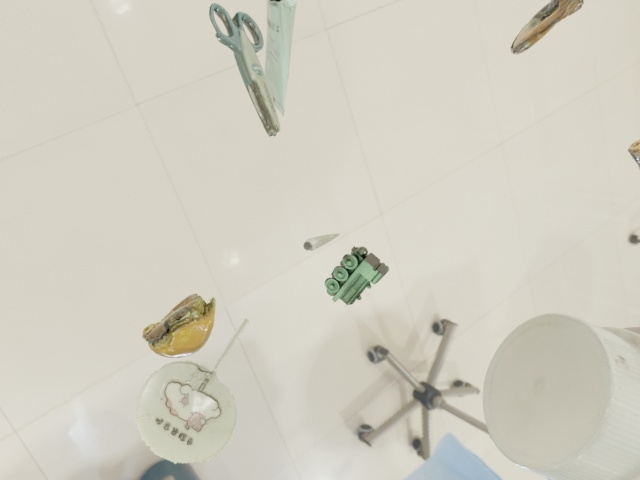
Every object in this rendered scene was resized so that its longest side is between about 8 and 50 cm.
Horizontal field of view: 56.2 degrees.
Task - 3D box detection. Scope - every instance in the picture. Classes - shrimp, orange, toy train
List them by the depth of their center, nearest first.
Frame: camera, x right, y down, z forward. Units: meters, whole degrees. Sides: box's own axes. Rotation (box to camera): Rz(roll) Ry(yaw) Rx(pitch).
[{"bbox_3d":[-0.292,0.189,1.284,0.169,0.160,0.112,-23,98,-13],"label":"orange"},{"bbox_3d":[0.084,0.094,1.504,0.170,0.111,0.071,-54,170,32],"label":"toy train"},{"bbox_3d":[0.599,-0.582,1.507,0.054,0.222,0.290,45,74,-6],"label":"shrimp"}]

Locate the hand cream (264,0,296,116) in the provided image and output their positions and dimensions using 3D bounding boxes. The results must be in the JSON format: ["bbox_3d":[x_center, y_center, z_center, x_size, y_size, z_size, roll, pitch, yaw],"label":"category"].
[{"bbox_3d":[-0.109,-0.460,1.482,0.067,0.109,0.321,-24,151,-26],"label":"hand cream"}]

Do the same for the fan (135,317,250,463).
[{"bbox_3d":[-0.214,0.266,1.132,0.190,0.009,0.329,36,47,-7],"label":"fan"}]

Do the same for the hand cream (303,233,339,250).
[{"bbox_3d":[0.000,0.000,2.029,0.194,0.067,0.042,-23,90,-61],"label":"hand cream"}]

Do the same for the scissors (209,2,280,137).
[{"bbox_3d":[-0.135,-0.333,1.174,0.138,0.041,0.289,-4,71,-55],"label":"scissors"}]

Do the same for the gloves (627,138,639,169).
[{"bbox_3d":[0.901,-0.214,1.620,0.144,0.110,0.094,31,116,-29],"label":"gloves"}]

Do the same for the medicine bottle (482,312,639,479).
[{"bbox_3d":[0.238,0.138,0.423,0.247,0.147,0.147,24,86,-23],"label":"medicine bottle"}]
